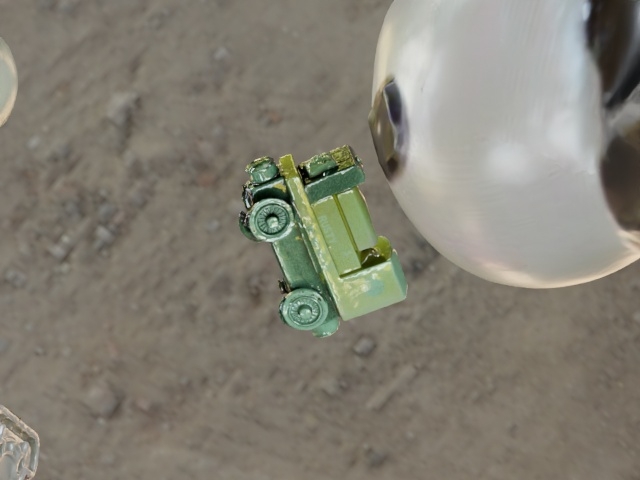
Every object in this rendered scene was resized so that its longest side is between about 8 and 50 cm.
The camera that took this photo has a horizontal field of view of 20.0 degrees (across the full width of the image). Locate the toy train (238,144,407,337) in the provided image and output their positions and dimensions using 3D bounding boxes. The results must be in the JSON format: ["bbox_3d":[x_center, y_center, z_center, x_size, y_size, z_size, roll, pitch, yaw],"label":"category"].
[{"bbox_3d":[0.000,0.000,1.082,0.081,0.122,0.050,-19,26,4],"label":"toy train"}]

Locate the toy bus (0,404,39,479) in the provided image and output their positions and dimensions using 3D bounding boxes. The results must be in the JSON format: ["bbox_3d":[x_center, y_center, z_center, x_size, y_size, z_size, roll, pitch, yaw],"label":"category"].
[{"bbox_3d":[-0.262,0.189,1.113,0.142,0.142,0.202,11,73,11],"label":"toy bus"}]

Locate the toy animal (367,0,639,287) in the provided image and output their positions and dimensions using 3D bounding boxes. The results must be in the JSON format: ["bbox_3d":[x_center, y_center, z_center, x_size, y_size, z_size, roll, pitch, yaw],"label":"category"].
[{"bbox_3d":[0.160,-0.082,0.879,0.266,0.212,0.212,0,63,28],"label":"toy animal"}]

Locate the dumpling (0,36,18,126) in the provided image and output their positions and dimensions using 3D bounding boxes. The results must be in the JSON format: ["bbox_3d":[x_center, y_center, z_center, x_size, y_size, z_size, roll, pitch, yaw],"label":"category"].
[{"bbox_3d":[-0.299,-0.115,1.544,0.100,0.134,0.169,-24,23,-22],"label":"dumpling"}]
